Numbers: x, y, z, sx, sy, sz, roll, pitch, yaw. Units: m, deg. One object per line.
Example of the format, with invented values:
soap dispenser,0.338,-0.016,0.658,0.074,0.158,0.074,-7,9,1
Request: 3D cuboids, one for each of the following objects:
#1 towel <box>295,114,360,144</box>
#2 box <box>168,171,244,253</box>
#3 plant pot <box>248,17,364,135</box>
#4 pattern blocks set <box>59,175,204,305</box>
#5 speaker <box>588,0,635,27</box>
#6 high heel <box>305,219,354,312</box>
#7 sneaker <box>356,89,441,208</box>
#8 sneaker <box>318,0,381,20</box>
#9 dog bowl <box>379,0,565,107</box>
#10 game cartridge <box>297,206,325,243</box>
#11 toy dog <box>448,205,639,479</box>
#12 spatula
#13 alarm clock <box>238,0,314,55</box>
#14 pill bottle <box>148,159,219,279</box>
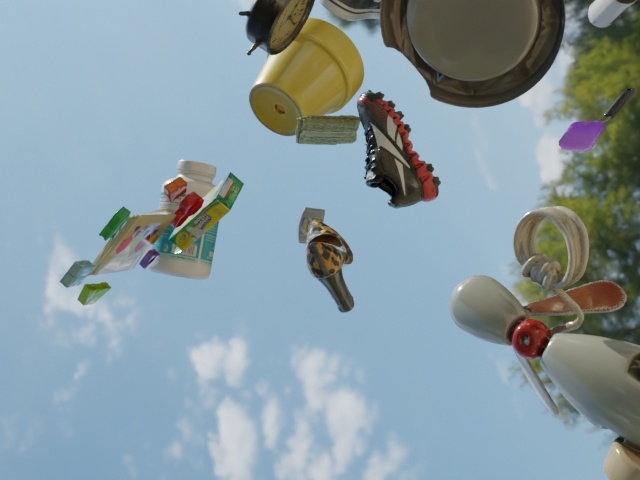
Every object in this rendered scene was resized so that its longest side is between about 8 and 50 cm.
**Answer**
towel,0.016,-0.257,2.211,0.110,0.148,0.027,103,165,-65
box,-0.233,-0.051,1.898,0.043,0.179,0.105,40,-146,-14
plant pot,-0.052,-0.397,2.431,0.254,0.254,0.239,53,-128,-23
pattern blocks set,-0.330,0.000,1.682,0.026,0.285,0.325,41,-179,8
speaker,0.543,-0.442,1.774,0.136,0.055,0.055,114,136,-84
high heel,0.000,0.000,1.930,0.261,0.093,0.186,-110,-6,-46
sneaker,0.136,-0.187,2.028,0.276,0.135,0.097,61,167,6
sneaker,0.106,-0.536,1.979,0.126,0.127,0.321,34,-154,6
dog bowl,0.291,-0.432,1.815,0.349,0.348,0.102,57,-150,-18
game cartridge,-0.023,-0.032,2.145,0.017,0.055,0.083,-136,54,-75
toy dog,0.314,0.132,1.065,0.161,0.220,0.334,3,-135,-46
spatula,0.611,-0.267,2.071,0.296,0.084,0.030,-36,-58,-38
alarm clock,-0.057,-0.370,1.529,0.064,0.129,0.192,36,-142,13
pill bottle,-0.306,-0.047,2.207,0.146,0.146,0.264,17,-99,-53
